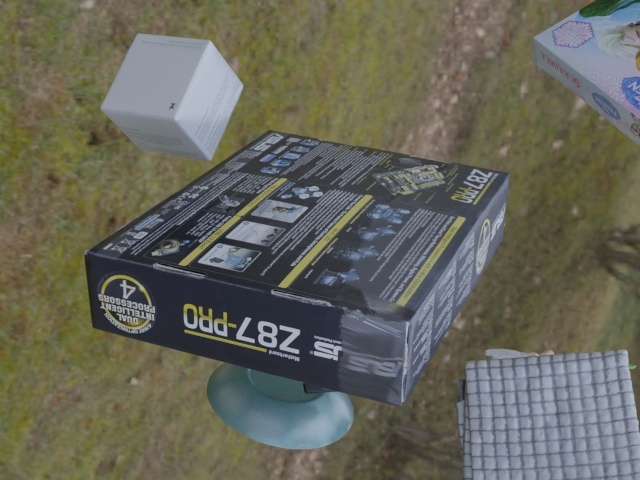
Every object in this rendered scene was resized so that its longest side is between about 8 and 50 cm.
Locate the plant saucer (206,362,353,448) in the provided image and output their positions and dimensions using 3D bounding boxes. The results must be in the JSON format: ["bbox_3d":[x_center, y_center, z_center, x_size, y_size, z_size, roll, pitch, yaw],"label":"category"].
[{"bbox_3d":[-0.047,0.190,1.209,0.195,0.195,0.037,-25,135,-53],"label":"plant saucer"}]

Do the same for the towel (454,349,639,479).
[{"bbox_3d":[0.309,0.296,1.259,0.121,0.235,0.284,50,34,-65],"label":"towel"}]

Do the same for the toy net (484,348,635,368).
[{"bbox_3d":[0.385,0.208,1.543,0.122,0.232,0.045,-143,-124,-85],"label":"toy net"}]

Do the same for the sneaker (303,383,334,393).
[{"bbox_3d":[0.031,0.124,1.067,0.209,0.069,0.082,-8,94,-68],"label":"sneaker"}]

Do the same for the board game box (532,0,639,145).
[{"bbox_3d":[0.568,-0.310,1.525,0.318,0.319,0.066,-32,138,-7],"label":"board game box"}]

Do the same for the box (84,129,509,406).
[{"bbox_3d":[0.000,0.000,0.986,0.395,0.318,0.097,-46,141,-58],"label":"box"}]

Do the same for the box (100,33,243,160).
[{"bbox_3d":[-0.157,-0.153,1.007,0.087,0.101,0.102,50,56,-57],"label":"box"}]
